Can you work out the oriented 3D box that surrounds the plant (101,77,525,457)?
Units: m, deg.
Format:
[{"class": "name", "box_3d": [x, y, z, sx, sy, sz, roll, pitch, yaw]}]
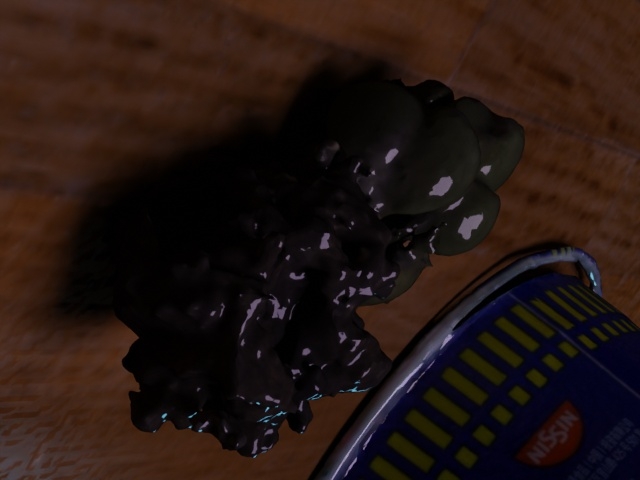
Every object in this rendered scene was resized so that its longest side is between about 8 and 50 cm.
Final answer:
[{"class": "plant", "box_3d": [0.000, 0.000, 0.500, 0.174, 0.085, 0.087, -40, 176, -43]}]

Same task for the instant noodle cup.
[{"class": "instant noodle cup", "box_3d": [0.163, 0.199, 0.751, 0.284, 0.312, 0.284, -41, 151, -29]}]
